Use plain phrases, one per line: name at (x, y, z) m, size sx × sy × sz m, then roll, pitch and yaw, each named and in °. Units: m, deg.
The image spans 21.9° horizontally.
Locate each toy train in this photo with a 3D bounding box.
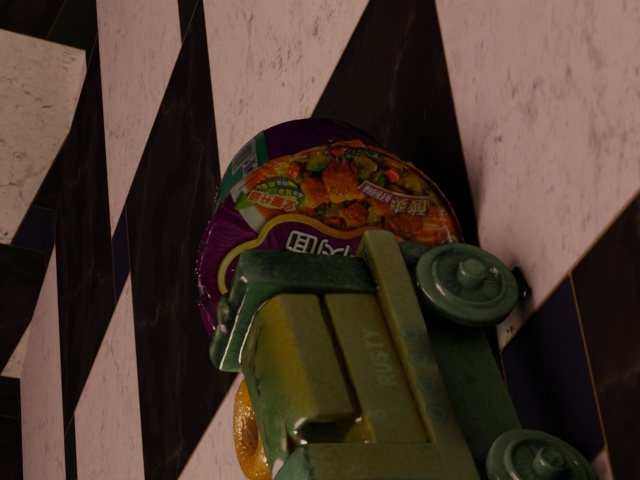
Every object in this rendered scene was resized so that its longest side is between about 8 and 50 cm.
toy train at (0.060, 0.146, 1.319) m, size 0.397 × 0.253 × 0.160 m, roll -107°, pitch 27°, yaw -44°

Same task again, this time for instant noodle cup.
instant noodle cup at (0.000, 0.000, 1.572) m, size 0.190 × 0.251 × 0.251 m, roll -110°, pitch 26°, yaw -68°

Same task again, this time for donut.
donut at (-0.066, 0.229, 2.030) m, size 0.152 × 0.058 × 0.151 m, roll -179°, pitch 90°, yaw -70°
